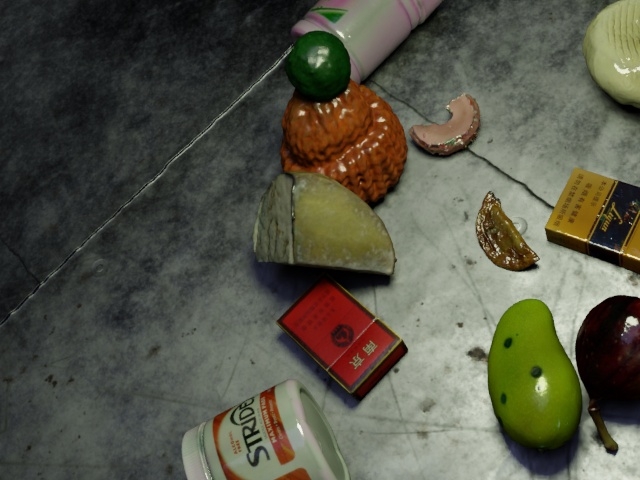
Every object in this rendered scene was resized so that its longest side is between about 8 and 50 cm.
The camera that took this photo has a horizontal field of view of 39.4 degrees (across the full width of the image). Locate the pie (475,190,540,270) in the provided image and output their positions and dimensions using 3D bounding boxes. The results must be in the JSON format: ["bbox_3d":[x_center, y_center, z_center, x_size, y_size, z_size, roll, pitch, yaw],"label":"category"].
[{"bbox_3d":[0.371,-0.008,1.849,0.088,0.033,0.191,-38,58,16],"label":"pie"}]

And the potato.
[{"bbox_3d":[0.012,-0.034,1.877,0.264,0.211,0.189,7,87,-22],"label":"potato"}]

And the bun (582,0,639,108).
[{"bbox_3d":[0.668,-0.372,1.860,0.259,0.160,0.259,-2,54,3],"label":"bun"}]

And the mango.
[{"bbox_3d":[0.387,0.245,1.644,0.175,0.143,0.293,-37,43,40],"label":"mango"}]

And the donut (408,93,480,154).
[{"bbox_3d":[0.291,-0.243,1.977,0.166,0.065,0.117,-33,57,2],"label":"donut"}]

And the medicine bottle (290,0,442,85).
[{"bbox_3d":[0.109,-0.527,2.099,0.325,0.212,0.212,-46,59,-6],"label":"medicine bottle"}]

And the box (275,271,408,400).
[{"bbox_3d":[0.042,0.195,1.839,0.153,0.074,0.240,-44,59,-10],"label":"box"}]

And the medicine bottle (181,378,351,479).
[{"bbox_3d":[-0.096,0.418,1.668,0.241,0.252,0.252,-28,58,4],"label":"medicine bottle"}]

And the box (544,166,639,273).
[{"bbox_3d":[0.585,-0.036,1.769,0.237,0.070,0.152,22,73,30],"label":"box"}]

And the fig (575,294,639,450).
[{"bbox_3d":[0.523,0.218,1.589,0.249,0.204,0.186,-48,59,4],"label":"fig"}]

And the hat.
[{"bbox_3d":[0.024,-0.236,1.876,0.285,0.400,0.285,-6,66,15],"label":"hat"}]
